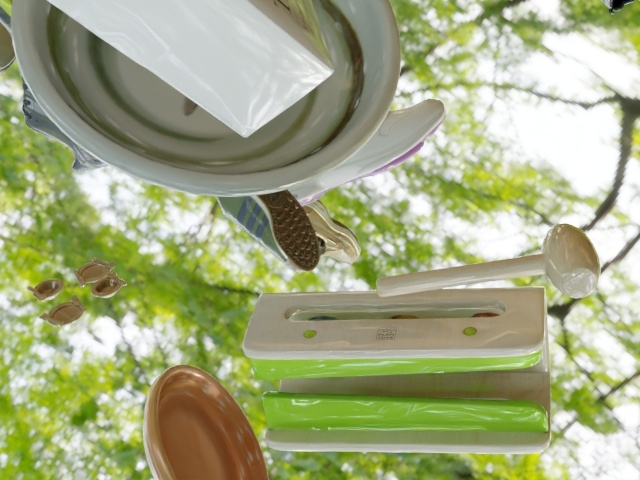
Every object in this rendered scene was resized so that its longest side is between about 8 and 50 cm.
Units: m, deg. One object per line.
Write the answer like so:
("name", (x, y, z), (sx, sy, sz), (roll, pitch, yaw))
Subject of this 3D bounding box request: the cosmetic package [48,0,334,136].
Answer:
("cosmetic package", (-0.146, -0.291, 0.764), (0.284, 0.097, 0.377), (29, -145, -45))

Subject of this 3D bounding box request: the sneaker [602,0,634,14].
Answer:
("sneaker", (0.359, -0.304, 1.216), (0.038, 0.098, 0.069), (5, -132, -23))

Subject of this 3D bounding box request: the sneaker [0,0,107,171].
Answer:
("sneaker", (-0.360, -0.212, 1.397), (0.300, 0.121, 0.111), (55, -163, -17))

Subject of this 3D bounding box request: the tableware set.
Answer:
("tableware set", (-0.417, 0.085, 1.821), (0.169, 0.020, 0.141), (-30, -142, -25))

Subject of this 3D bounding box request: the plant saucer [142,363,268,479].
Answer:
("plant saucer", (-0.126, 0.230, 1.132), (0.200, 0.037, 0.200), (49, -158, -28))

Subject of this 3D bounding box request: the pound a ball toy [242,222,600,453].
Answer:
("pound a ball toy", (0.095, 0.076, 0.978), (0.319, 0.208, 0.135), (-3, -149, 14))

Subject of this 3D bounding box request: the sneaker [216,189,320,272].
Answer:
("sneaker", (-0.080, -0.038, 1.361), (0.064, 0.086, 0.192), (-46, -69, -35))

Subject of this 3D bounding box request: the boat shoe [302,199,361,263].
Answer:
("boat shoe", (0.000, 0.000, 1.700), (0.190, 0.068, 0.072), (41, -125, -45))

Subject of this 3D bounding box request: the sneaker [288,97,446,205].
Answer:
("sneaker", (0.025, -0.151, 1.491), (0.114, 0.305, 0.152), (-77, -35, -82))

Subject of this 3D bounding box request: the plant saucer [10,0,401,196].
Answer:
("plant saucer", (-0.119, -0.201, 1.121), (0.401, 0.100, 0.400), (6, -120, -11))

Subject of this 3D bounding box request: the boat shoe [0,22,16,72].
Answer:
("boat shoe", (-0.440, -0.279, 1.465), (0.049, 0.043, 0.137), (9, -127, -19))
